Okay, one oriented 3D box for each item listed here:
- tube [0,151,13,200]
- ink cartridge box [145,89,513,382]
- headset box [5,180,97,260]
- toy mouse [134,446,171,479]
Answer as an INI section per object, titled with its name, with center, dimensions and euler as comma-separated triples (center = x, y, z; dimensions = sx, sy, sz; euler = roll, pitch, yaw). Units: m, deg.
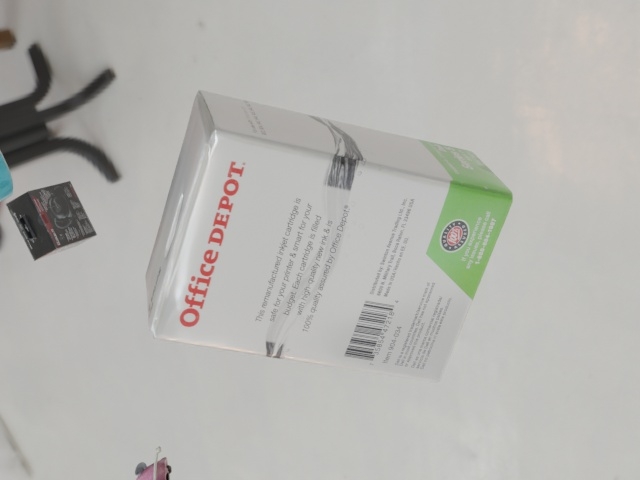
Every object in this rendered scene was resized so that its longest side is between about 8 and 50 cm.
[tube]
center = -0.305, -0.009, 0.698
dimensions = 0.052, 0.207, 0.080
euler = 23, 134, 47
[ink cartridge box]
center = 0.000, 0.000, 0.943
dimensions = 0.115, 0.273, 0.198
euler = -116, 41, -61
[headset box]
center = -0.262, -0.019, 1.035
dimensions = 0.032, 0.083, 0.062
euler = -26, 92, 23
[toy mouse]
center = -0.127, 0.211, 0.803
dimensions = 0.161, 0.031, 0.143
euler = -104, 9, -56
